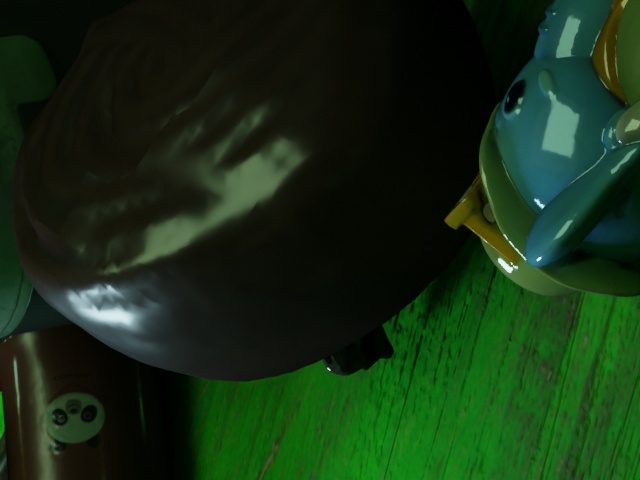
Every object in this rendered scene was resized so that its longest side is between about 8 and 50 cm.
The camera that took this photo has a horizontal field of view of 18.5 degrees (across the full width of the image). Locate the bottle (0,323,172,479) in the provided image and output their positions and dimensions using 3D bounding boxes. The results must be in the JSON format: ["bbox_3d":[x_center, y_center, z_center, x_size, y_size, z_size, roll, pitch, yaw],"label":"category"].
[{"bbox_3d":[-0.192,0.218,1.628,0.144,0.144,0.336,-41,48,48],"label":"bottle"}]

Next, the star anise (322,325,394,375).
[{"bbox_3d":[0.000,0.001,1.398,0.223,0.109,0.236,-5,62,37],"label":"star anise"}]

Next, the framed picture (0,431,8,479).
[{"bbox_3d":[-0.308,0.386,1.903,0.446,0.028,0.326,-59,36,33],"label":"framed picture"}]

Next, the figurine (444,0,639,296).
[{"bbox_3d":[0.184,-0.080,1.084,0.262,0.154,0.180,-50,29,15],"label":"figurine"}]

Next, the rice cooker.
[{"bbox_3d":[-0.223,-0.064,1.551,0.288,0.277,0.288,31,127,54],"label":"rice cooker"}]

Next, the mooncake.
[{"bbox_3d":[-0.044,-0.073,1.287,0.326,0.174,0.334,12,76,47],"label":"mooncake"}]
